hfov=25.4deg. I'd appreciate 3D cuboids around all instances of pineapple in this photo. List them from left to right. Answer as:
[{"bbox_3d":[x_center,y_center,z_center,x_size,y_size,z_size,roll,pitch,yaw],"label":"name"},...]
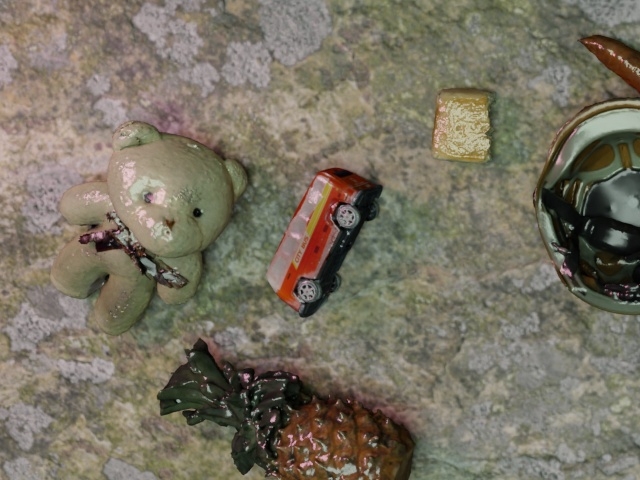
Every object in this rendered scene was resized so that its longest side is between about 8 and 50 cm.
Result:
[{"bbox_3d":[-0.047,0.231,1.674,0.310,0.141,0.170,24,133,16],"label":"pineapple"}]

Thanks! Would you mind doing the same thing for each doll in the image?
[{"bbox_3d":[-0.215,0.002,1.664,0.175,0.149,0.278,21,125,-25],"label":"doll"}]

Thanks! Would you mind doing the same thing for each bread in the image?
[{"bbox_3d":[0.158,-0.127,1.582,0.070,0.035,0.083,1,97,14],"label":"bread"}]

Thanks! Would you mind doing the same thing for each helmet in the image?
[{"bbox_3d":[0.330,-0.034,1.508,0.198,0.130,0.224,-6,87,15],"label":"helmet"}]

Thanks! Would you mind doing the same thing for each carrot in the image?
[{"bbox_3d":[0.371,-0.157,1.515,0.224,0.057,0.057,39,109,9],"label":"carrot"}]

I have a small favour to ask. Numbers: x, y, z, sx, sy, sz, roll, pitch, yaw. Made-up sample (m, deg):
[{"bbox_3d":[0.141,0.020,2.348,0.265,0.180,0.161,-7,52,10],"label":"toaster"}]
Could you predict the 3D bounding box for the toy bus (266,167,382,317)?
[{"bbox_3d":[0.000,0.000,1.633,0.077,0.079,0.174,33,109,15],"label":"toy bus"}]
